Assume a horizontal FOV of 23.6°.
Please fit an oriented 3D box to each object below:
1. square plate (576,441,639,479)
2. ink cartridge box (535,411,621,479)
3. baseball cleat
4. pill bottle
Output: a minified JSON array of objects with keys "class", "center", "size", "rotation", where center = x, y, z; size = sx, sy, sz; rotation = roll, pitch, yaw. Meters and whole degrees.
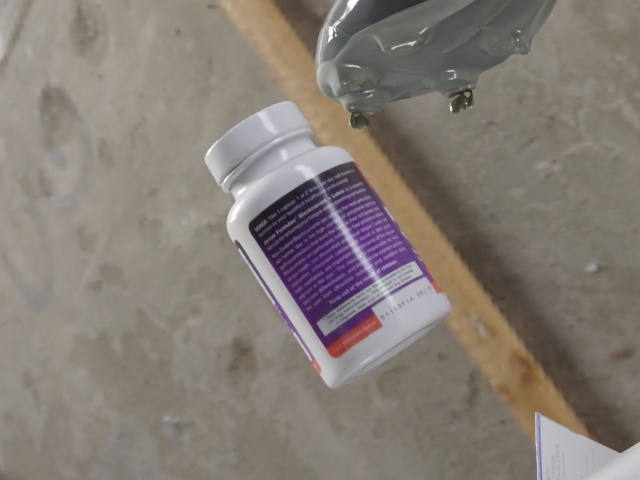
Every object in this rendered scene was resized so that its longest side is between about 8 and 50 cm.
[{"class":"square plate","center":[0.297,0.209,0.775],"size":[0.344,0.347,0.049],"rotation":[51,155,25]},{"class":"ink cartridge box","center":[0.240,0.264,1.227],"size":[0.045,0.208,0.206],"rotation":[-39,35,40]},{"class":"baseball cleat","center":[0.056,-0.122,0.530],"size":[0.206,0.072,0.109],"rotation":[-36,57,54]},{"class":"pill bottle","center":[0.000,0.000,1.110],"size":[0.108,0.108,0.193],"rotation":[-41,79,43]}]
